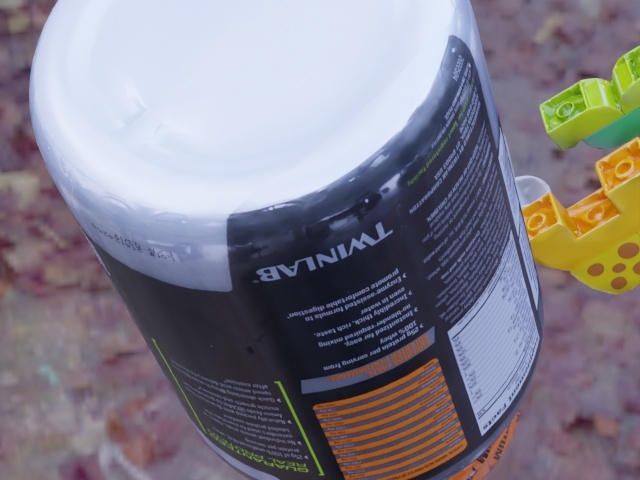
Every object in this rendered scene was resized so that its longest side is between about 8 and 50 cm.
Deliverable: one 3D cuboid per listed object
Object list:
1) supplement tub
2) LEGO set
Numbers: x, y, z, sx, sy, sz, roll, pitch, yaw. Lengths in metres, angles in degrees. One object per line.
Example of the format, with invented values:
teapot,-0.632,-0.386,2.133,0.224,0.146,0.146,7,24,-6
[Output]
supplement tub,0.000,0.000,0.560,0.117,0.190,0.117,-7,56,10
LEGO set,0.144,-0.021,0.741,0.227,0.093,0.087,-30,36,19
